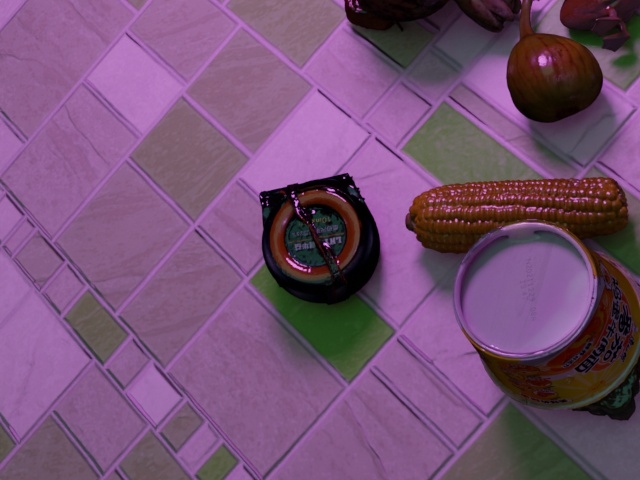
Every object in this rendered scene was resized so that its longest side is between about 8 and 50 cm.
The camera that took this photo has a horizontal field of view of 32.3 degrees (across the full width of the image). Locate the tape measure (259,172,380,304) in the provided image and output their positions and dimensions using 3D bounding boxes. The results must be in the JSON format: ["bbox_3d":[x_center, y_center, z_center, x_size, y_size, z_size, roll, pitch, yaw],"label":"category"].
[{"bbox_3d":[0.000,0.000,1.898,0.202,0.135,0.222,-12,71,10],"label":"tape measure"}]

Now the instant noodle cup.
[{"bbox_3d":[0.317,0.099,1.578,0.264,0.200,0.264,-9,68,23],"label":"instant noodle cup"}]

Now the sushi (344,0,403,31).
[{"bbox_3d":[0.096,-0.417,2.036,0.120,0.055,0.052,9,66,16],"label":"sushi"}]

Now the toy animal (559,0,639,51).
[{"bbox_3d":[0.487,-0.413,1.848,0.188,0.089,0.179,-23,50,22],"label":"toy animal"}]

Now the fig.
[{"bbox_3d":[0.361,-0.318,1.831,0.151,0.151,0.259,-25,66,15],"label":"fig"}]

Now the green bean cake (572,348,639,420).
[{"bbox_3d":[0.403,0.174,1.679,0.181,0.094,0.173,7,75,28],"label":"green bean cake"}]

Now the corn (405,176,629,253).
[{"bbox_3d":[0.311,-0.041,1.777,0.363,0.120,0.120,-3,72,25],"label":"corn"}]

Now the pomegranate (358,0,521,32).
[{"bbox_3d":[0.199,-0.481,1.905,0.341,0.285,0.285,39,91,5],"label":"pomegranate"}]
